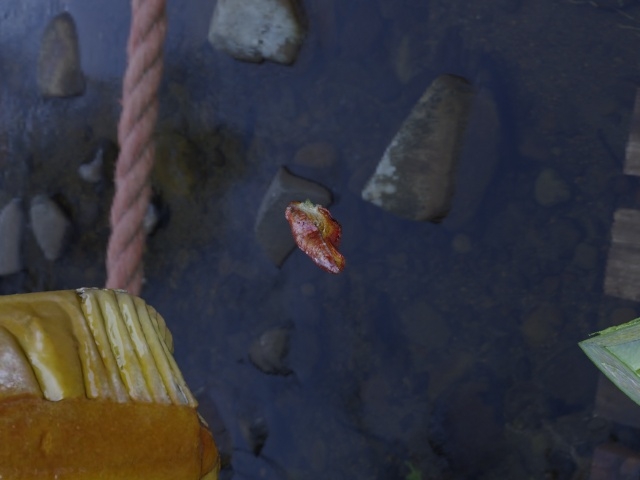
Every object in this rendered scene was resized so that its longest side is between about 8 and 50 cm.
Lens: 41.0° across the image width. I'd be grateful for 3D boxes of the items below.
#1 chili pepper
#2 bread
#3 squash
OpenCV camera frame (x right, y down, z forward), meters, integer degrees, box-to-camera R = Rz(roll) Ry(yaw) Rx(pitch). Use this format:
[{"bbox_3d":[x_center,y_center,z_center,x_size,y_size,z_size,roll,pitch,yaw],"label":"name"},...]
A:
[{"bbox_3d":[0.000,0.000,0.740,0.178,0.045,0.027,-122,49,-66],"label":"chili pepper"},{"bbox_3d":[-0.206,0.156,0.592,0.156,0.288,0.204,46,122,43],"label":"bread"},{"bbox_3d":[0.653,0.150,1.498,0.309,0.233,0.210,-44,84,-2],"label":"squash"}]
